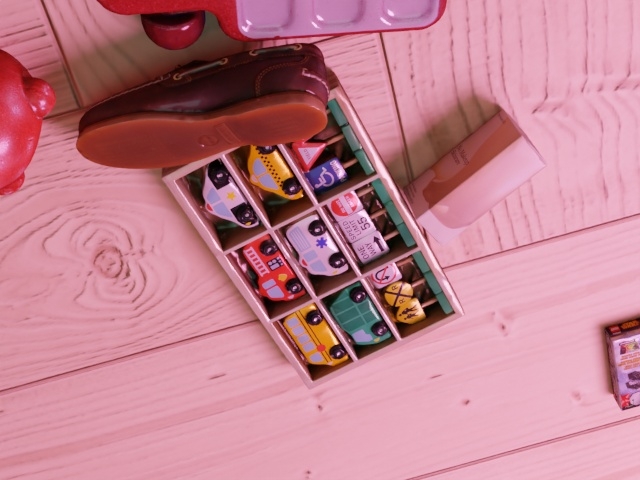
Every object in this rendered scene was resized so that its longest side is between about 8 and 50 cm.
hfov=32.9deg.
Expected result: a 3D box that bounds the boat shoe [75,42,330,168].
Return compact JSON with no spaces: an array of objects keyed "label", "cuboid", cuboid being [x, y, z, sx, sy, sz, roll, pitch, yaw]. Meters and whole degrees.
[{"label":"boat shoe","cuboid":[-0.093,-0.108,0.861,0.207,0.073,0.073,-7,153,9]}]

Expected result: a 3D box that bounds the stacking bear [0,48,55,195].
[{"label":"stacking bear","cuboid":[-0.343,-0.115,0.776,0.289,0.164,0.175,16,117,-22]}]

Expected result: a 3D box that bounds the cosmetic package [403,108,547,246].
[{"label":"cosmetic package","cuboid":[0.132,-0.054,0.935,0.115,0.060,0.041,-40,118,13]}]

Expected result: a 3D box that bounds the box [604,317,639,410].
[{"label":"box","cuboid":[0.359,0.112,1.088,0.137,0.027,0.094,-15,120,1]}]

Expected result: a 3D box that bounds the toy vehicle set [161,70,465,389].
[{"label":"toy vehicle set","cuboid":[0.000,0.000,0.960,0.166,0.035,0.267,-28,121,8]}]

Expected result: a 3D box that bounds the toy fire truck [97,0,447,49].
[{"label":"toy fire truck","cuboid":[-0.054,-0.237,0.752,0.302,0.169,0.254,-6,140,-4]}]
